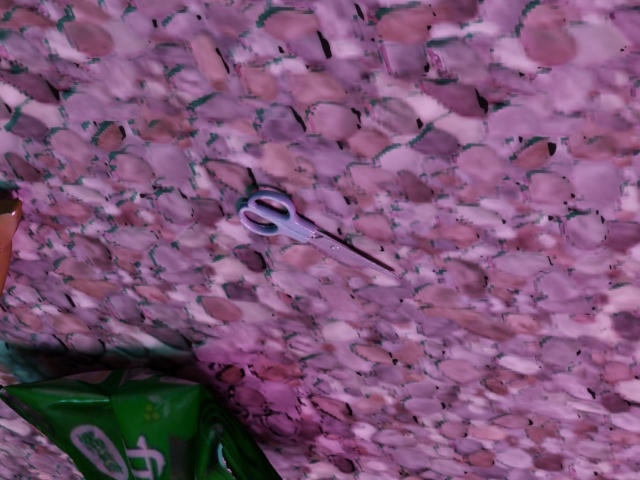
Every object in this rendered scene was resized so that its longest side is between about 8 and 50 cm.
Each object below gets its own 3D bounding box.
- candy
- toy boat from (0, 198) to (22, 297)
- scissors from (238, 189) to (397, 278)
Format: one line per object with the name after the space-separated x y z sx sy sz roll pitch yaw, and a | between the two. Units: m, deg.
-0.086 0.127 0.893 0.203 0.078 0.141 7 135 36 | candy
-0.359 0.020 0.834 0.445 0.136 0.162 0 146 17 | toy boat
0.000 0.000 0.734 0.083 0.006 0.036 27 147 -13 | scissors
